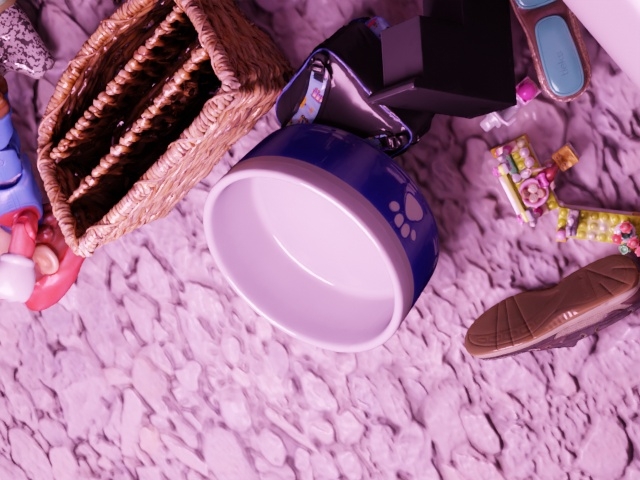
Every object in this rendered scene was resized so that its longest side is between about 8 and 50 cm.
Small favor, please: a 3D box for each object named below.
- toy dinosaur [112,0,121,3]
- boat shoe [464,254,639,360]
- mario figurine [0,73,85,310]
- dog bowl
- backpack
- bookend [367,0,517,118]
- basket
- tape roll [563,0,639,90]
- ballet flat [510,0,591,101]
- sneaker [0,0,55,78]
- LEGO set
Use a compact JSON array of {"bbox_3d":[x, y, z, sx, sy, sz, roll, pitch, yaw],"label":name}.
[{"bbox_3d":[-0.210,-0.362,1.180,0.092,0.053,0.183,36,111,8],"label":"toy dinosaur"},{"bbox_3d":[0.279,0.095,1.127,0.223,0.080,0.073,-29,125,24],"label":"boat shoe"},{"bbox_3d":[-0.420,-0.039,1.225,0.170,0.198,0.320,2,125,20],"label":"mario figurine"},{"bbox_3d":[0.000,0.000,1.113,0.265,0.104,0.265,23,139,21],"label":"dog bowl"},{"bbox_3d":[0.037,-0.154,1.118,0.158,0.117,0.173,44,147,-5],"label":"backpack"},{"bbox_3d":[0.127,-0.220,1.026,0.072,0.157,0.156,-11,81,51],"label":"bookend"},{"bbox_3d":[-0.215,-0.165,1.140,0.299,0.223,0.213,-42,89,22],"label":"basket"},{"bbox_3d":[0.374,-0.262,0.921,0.246,0.246,0.169,-40,88,22],"label":"tape roll"},{"bbox_3d":[0.248,-0.253,1.056,0.073,0.067,0.206,-10,97,14],"label":"ballet flat"},{"bbox_3d":[-0.520,-0.193,1.282,0.410,0.158,0.182,-28,111,26],"label":"sneaker"},{"bbox_3d":[0.285,-0.046,1.073,0.287,0.107,0.132,42,111,4],"label":"LEGO set"}]
